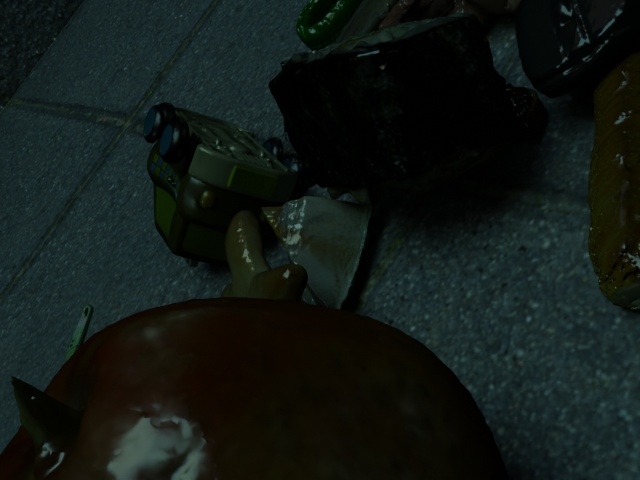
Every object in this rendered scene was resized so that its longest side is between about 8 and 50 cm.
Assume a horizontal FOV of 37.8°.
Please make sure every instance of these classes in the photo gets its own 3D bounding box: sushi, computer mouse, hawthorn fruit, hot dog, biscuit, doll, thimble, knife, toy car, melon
[{"bbox_3d":[0.211,-0.144,1.012,0.050,0.047,0.099,-48,34,-2],"label":"sushi"},{"bbox_3d":[0.074,-0.147,1.031,0.211,0.171,0.350,-21,14,-17],"label":"sushi"},{"bbox_3d":[0.267,-0.259,0.970,0.137,0.086,0.270,-40,18,38],"label":"computer mouse"},{"bbox_3d":[-0.069,0.207,0.684,0.403,0.403,0.403,-32,36,27],"label":"hawthorn fruit"},{"bbox_3d":[0.276,-0.069,0.834,0.083,0.068,0.289,-30,37,41],"label":"hot dog"},{"bbox_3d":[-0.072,0.070,1.076,0.208,0.047,0.164,-134,45,-60],"label":"biscuit"},{"bbox_3d":[0.151,-0.335,1.191,0.303,0.156,0.201,-24,53,43],"label":"doll"},{"bbox_3d":[0.031,-0.329,1.390,0.130,0.090,0.118,-45,30,8],"label":"thimble"},{"bbox_3d":[0.041,-0.250,1.240,0.365,0.043,0.089,-48,45,50],"label":"knife"},{"bbox_3d":[-0.155,-0.063,1.289,0.248,0.204,0.198,46,118,56],"label":"toy car"},{"bbox_3d":[0.005,0.000,1.085,0.139,0.093,0.202,-38,38,5],"label":"melon"},{"bbox_3d":[-0.392,0.182,1.467,0.030,0.014,0.207,-26,37,33],"label":"knife"}]
